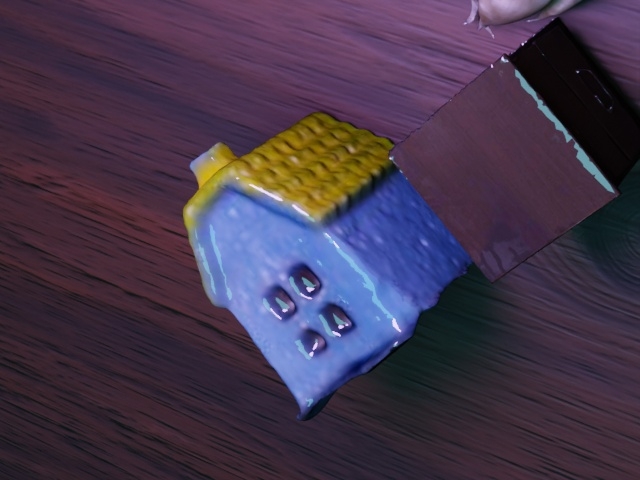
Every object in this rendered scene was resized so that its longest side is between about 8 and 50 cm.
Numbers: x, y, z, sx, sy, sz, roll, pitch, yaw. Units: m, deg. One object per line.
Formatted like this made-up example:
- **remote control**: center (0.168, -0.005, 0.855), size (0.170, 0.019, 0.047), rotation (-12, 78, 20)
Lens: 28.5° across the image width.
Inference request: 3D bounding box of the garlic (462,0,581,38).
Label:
- **garlic**: center (0.184, -0.341, 1.225), size (0.237, 0.210, 0.292), rotation (27, 124, -25)

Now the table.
- **table**: center (0.212, -0.100, 1.264), size (0.172, 0.193, 0.169), rotation (-39, 90, 35)

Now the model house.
- **model house**: center (0.000, 0.000, 1.395), size (0.215, 0.237, 0.303), rotation (-36, 92, 35)
